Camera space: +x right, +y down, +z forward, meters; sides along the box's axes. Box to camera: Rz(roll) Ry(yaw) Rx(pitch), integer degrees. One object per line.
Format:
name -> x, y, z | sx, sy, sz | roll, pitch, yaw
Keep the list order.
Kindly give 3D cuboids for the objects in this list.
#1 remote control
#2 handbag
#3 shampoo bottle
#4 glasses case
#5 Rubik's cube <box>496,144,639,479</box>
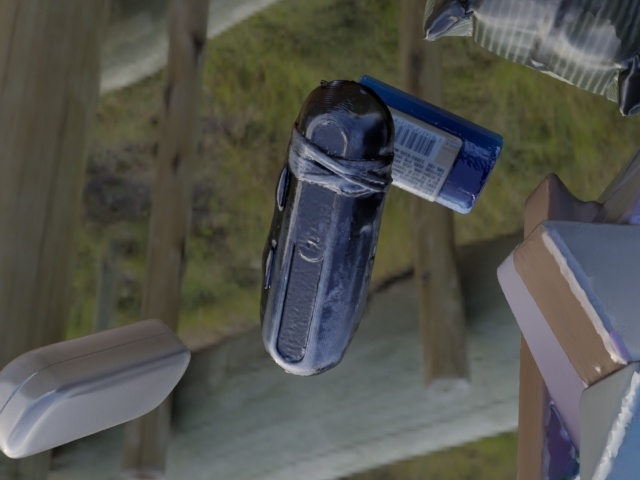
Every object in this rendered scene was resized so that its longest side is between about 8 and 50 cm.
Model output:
remote control -> 0.000, 0.000, 1.094 | 0.090, 0.066, 0.266 | 15, 127, 6
handbag -> 0.214, -0.271, 1.106 | 0.247, 0.240, 0.341 | 21, 121, 9
shampoo bottle -> 0.075, -0.096, 1.334 | 0.183, 0.050, 0.087 | 24, 111, -2
glasses case -> -0.177, 0.111, 1.077 | 0.083, 0.050, 0.196 | -52, 161, 23
Rubik's cube -> 0.307, 0.076, 0.974 | 0.387, 0.368, 0.358 | 35, 167, 6
